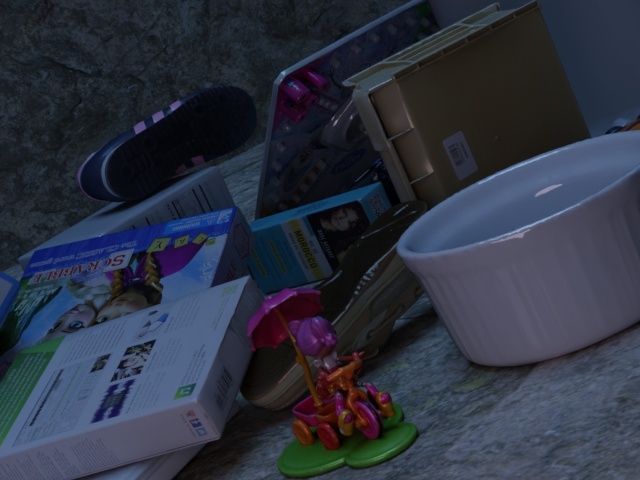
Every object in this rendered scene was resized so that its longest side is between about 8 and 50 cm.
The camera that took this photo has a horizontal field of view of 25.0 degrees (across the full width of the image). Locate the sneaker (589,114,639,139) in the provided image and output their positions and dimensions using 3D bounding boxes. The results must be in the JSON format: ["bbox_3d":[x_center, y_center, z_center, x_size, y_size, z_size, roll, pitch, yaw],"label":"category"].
[{"bbox_3d":[0.317,-0.055,1.605,0.180,0.125,0.321,-30,1,-2],"label":"sneaker"}]

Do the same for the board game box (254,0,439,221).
[{"bbox_3d":[0.067,-0.187,2.287,0.390,0.050,0.390,-32,-28,-30],"label":"board game box"}]

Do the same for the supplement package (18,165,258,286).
[{"bbox_3d":[-0.259,0.043,2.138,0.199,0.198,0.262,-13,16,43],"label":"supplement package"}]

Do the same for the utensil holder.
[{"bbox_3d":[0.331,-0.329,2.098,0.327,0.385,0.327,-25,12,6],"label":"utensil holder"}]

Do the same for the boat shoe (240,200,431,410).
[{"bbox_3d":[0.037,0.086,1.575,0.302,0.098,0.109,-47,28,-25],"label":"boat shoe"}]

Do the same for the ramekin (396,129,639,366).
[{"bbox_3d":[0.226,0.010,1.407,0.277,0.135,0.277,-24,12,5],"label":"ramekin"}]

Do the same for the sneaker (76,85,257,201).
[{"bbox_3d":[-0.238,-0.151,2.197,0.131,0.112,0.319,-6,17,48],"label":"sneaker"}]

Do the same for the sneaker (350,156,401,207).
[{"bbox_3d":[0.137,-0.077,2.033,0.217,0.121,0.079,-23,12,12],"label":"sneaker"}]

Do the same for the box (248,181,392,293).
[{"bbox_3d":[0.000,0.000,2.035,0.244,0.100,0.060,-16,15,40],"label":"box"}]

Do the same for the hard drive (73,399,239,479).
[{"bbox_3d":[-0.238,0.258,1.517,0.203,0.040,0.307,-18,14,31],"label":"hard drive"}]

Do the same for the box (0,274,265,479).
[{"bbox_3d":[-0.226,0.162,1.556,0.322,0.058,0.232,-17,26,22],"label":"box"}]

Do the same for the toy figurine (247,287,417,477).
[{"bbox_3d":[-0.002,0.120,1.329,0.130,0.159,0.173,-31,13,-26],"label":"toy figurine"}]

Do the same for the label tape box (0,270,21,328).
[{"bbox_3d":[-0.499,0.177,1.787,0.333,0.106,0.241,-41,22,59],"label":"label tape box"}]

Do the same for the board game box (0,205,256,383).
[{"bbox_3d":[-0.264,0.107,1.814,0.318,0.066,0.318,-12,37,21],"label":"board game box"}]

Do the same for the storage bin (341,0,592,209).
[{"bbox_3d":[0.191,-0.126,1.785,0.260,0.262,0.123,-29,14,-18],"label":"storage bin"}]
